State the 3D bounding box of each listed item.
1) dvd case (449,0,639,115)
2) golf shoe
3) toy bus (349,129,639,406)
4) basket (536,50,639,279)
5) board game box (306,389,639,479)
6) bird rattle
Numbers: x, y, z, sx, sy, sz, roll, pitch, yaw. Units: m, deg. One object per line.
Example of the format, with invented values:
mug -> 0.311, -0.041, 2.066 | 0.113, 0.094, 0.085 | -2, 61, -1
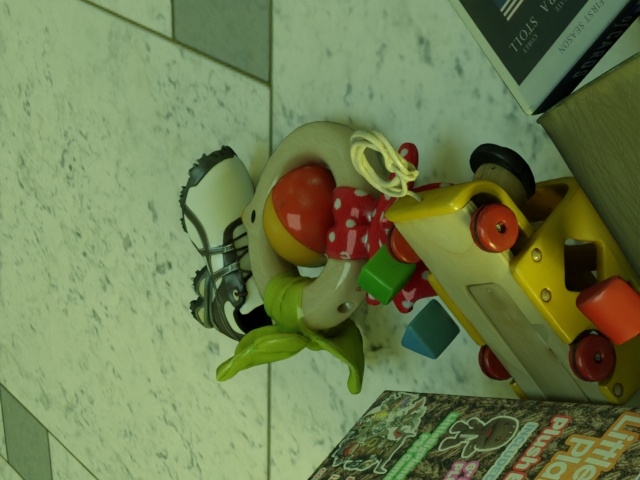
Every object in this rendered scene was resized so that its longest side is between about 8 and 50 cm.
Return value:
dvd case -> 0.095, -0.209, 0.609 | 0.238, 0.029, 0.179 | 60, 146, 18
golf shoe -> -0.069, 0.009, 1.049 | 0.094, 0.077, 0.198 | 33, 141, 37
toy bus -> 0.125, 0.007, 0.715 | 0.191, 0.104, 0.202 | 31, 152, 24
basket -> 0.231, 0.000, 0.574 | 0.227, 0.154, 0.204 | 62, 167, 3
board game box -> 0.147, 0.229, 0.736 | 0.291, 0.141, 0.232 | -7, 123, 54
bird rattle -> 0.000, 0.000, 0.909 | 0.253, 0.143, 0.207 | -61, 41, 43
